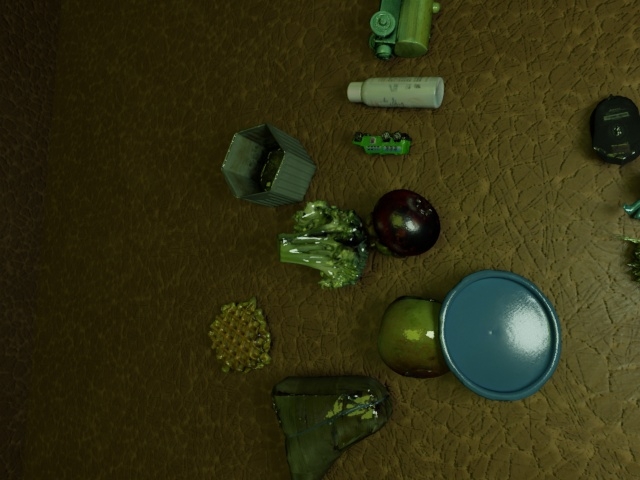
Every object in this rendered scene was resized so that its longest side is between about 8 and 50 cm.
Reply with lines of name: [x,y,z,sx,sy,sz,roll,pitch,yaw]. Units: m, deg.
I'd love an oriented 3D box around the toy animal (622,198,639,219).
toy animal: [0.697,-0.139,0.823,0.103,0.100,0.208,34,105,29]

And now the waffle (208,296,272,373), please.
waffle: [-0.265,0.314,1.328,0.238,0.059,0.243,-30,69,26]

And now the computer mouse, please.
computer mouse: [0.647,-0.237,0.885,0.099,0.057,0.172,-5,71,30]

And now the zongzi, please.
zongzi: [0.040,0.545,1.069,0.323,0.160,0.360,-10,79,28]

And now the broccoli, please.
broccoli: [0.000,0.000,1.092,0.247,0.243,0.263,146,117,-65]

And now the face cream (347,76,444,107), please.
face cream: [0.201,-0.413,1.132,0.269,0.082,0.082,12,90,30]

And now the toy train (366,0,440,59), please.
toy train: [0.232,-0.652,1.136,0.189,0.126,0.307,8,88,-3]

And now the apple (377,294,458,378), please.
apple: [0.246,0.239,0.994,0.188,0.174,0.207,5,103,32]

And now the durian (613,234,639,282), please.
durian: [0.796,0.027,0.766,0.355,0.157,0.169,-19,40,25]

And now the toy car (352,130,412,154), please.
toy car: [0.171,-0.273,1.141,0.165,0.071,0.062,8,103,29]

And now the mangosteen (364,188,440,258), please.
mangosteen: [0.204,-0.033,1.043,0.200,0.200,0.200,-3,83,28]

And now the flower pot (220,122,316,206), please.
flower pot: [-0.155,-0.223,1.244,0.239,0.189,0.209,-8,81,29]

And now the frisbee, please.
frisbee: [0.400,0.210,0.920,0.289,0.049,0.289,1,78,-5]
